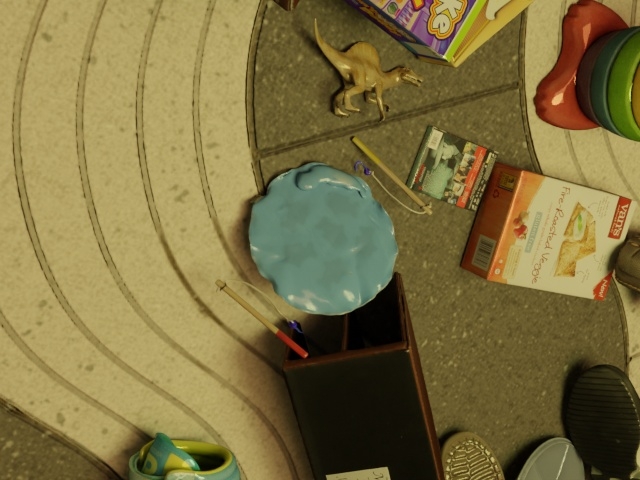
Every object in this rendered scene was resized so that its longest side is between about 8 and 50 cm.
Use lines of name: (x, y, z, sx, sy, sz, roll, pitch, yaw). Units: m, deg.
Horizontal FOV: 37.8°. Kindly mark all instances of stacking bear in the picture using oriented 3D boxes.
stacking bear: (0.445, -0.196, 1.189, 0.164, 0.289, 0.175, 16, 98, -32)

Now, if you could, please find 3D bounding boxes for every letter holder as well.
letter holder: (0.066, 0.218, 1.213, 0.152, 0.214, 0.301, -11, 115, 8)

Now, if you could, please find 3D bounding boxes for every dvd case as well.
dvd case: (0.175, -0.093, 1.236, 0.119, 0.013, 0.087, 16, 98, -33)

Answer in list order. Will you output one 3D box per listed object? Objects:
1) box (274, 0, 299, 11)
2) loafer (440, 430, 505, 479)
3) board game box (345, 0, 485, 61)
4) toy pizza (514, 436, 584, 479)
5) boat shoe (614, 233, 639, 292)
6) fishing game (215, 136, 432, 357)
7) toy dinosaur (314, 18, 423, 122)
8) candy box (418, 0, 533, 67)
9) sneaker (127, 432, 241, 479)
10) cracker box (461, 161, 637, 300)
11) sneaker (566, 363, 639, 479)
box: (-0.116, -0.395, 0.799, 0.381, 0.143, 0.191, 39, 85, -2)
loafer: (0.225, 0.407, 1.382, 0.102, 0.092, 0.268, -16, 96, -15)
board game box: (0.123, -0.397, 0.964, 0.233, 0.078, 0.347, 29, 92, -31)
toy pizza: (0.349, 0.406, 1.471, 0.201, 0.032, 0.201, -10, 104, -42)
boat shoe: (0.557, 0.071, 1.413, 0.355, 0.132, 0.130, 2, 113, -41)
fishing game: (0.000, 0.000, 1.118, 0.189, 0.041, 0.264, 40, 69, -3)
toy dinosaur: (0.040, -0.195, 1.115, 0.183, 0.053, 0.092, 14, 83, -39)
candy box: (0.131, -0.381, 1.072, 0.183, 0.087, 0.316, -41, 121, -11)
sneaker: (-0.223, 0.343, 1.091, 0.319, 0.127, 0.208, -25, 119, -31)
cracker box: (0.324, -0.010, 1.315, 0.232, 0.067, 0.155, 10, 101, -32)
sneaker: (0.490, 0.311, 1.496, 0.146, 0.122, 0.330, -43, 124, -39)
